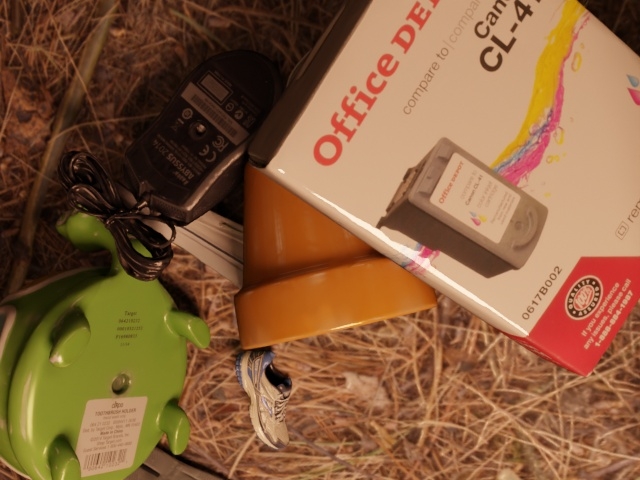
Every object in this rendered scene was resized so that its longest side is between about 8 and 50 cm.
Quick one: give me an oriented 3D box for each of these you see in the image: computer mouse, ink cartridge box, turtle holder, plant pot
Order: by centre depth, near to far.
[{"bbox_3d":[0.130,-0.069,0.465,0.306,0.131,0.226,32,92,-17],"label":"ink cartridge box"},{"bbox_3d":[0.000,0.000,0.613,0.205,0.205,0.188,-16,81,20],"label":"plant pot"},{"bbox_3d":[-0.149,-0.101,0.667,0.272,0.072,0.188,-43,75,1],"label":"computer mouse"},{"bbox_3d":[-0.299,0.127,0.702,0.227,0.243,0.320,8,114,33],"label":"turtle holder"}]

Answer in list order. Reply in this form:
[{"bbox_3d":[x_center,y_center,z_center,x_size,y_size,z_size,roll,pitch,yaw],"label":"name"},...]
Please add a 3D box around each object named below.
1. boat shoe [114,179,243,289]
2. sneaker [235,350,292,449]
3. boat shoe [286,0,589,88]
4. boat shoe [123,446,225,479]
[{"bbox_3d":[-0.154,-0.023,0.717,0.226,0.083,0.076,32,82,9],"label":"boat shoe"},{"bbox_3d":[-0.062,0.202,0.744,0.058,0.052,0.135,-18,97,16],"label":"sneaker"},{"bbox_3d":[0.101,-0.195,0.573,0.320,0.103,0.118,-17,97,20],"label":"boat shoe"},{"bbox_3d":[-0.193,0.376,0.808,0.302,0.109,0.094,27,124,19],"label":"boat shoe"}]
